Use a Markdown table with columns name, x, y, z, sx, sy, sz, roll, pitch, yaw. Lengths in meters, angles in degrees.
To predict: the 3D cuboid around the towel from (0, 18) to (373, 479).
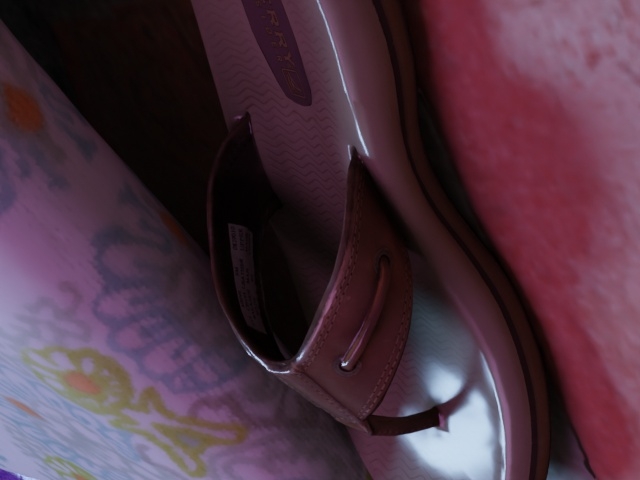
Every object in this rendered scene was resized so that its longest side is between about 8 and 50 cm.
| name | x | y | z | sx | sy | sz | roll | pitch | yaw |
| --- | --- | --- | --- | --- | --- | --- | --- | --- | --- |
| towel | -0.188 | 0.000 | 0.600 | 0.374 | 0.090 | 0.320 | 3 | 145 | 46 |

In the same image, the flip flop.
| name | x | y | z | sx | sy | sz | roll | pitch | yaw |
| --- | --- | --- | --- | --- | --- | --- | --- | --- | --- |
| flip flop | 0.000 | 0.000 | 0.463 | 0.112 | 0.080 | 0.277 | 12 | 131 | 47 |

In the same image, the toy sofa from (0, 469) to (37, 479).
| name | x | y | z | sx | sy | sz | roll | pitch | yaw |
| --- | --- | --- | --- | --- | --- | --- | --- | --- | --- |
| toy sofa | -0.221 | 0.201 | 0.793 | 0.362 | 0.150 | 0.177 | 3 | 121 | 32 |
